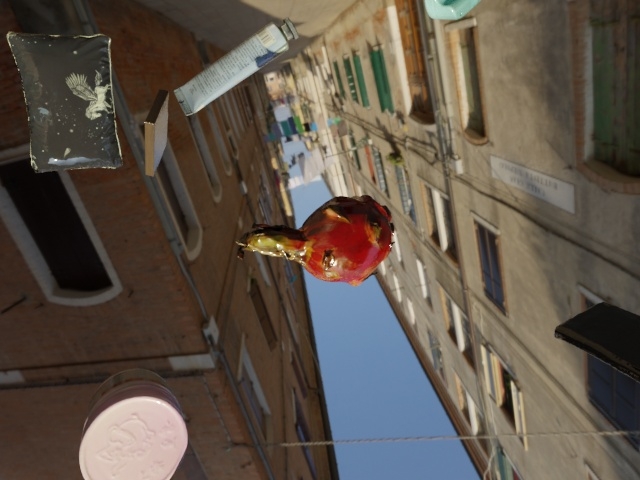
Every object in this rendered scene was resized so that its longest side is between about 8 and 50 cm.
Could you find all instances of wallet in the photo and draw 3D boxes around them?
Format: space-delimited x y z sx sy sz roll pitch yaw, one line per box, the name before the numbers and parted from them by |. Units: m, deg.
wallet | 0.605 0.201 0.833 0.146 0.030 0.285 -29 -162 -6

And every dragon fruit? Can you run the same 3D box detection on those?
dragon fruit | 0.000 0.000 0.601 0.246 0.125 0.125 0 -134 -31

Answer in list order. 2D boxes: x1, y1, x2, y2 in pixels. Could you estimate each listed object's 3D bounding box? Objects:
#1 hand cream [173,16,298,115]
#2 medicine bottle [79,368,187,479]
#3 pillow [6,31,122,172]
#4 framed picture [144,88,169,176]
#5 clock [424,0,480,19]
hand cream | -0.167 -0.347 0.855 0.271 0.058 0.091 -34 -119 2
medicine bottle | -0.420 0.413 0.972 0.202 0.202 0.316 -27 -174 -26
pillow | -0.394 -0.215 0.683 0.141 0.208 0.055 -7 -162 -20
framed picture | -0.395 -0.258 1.042 0.023 0.168 0.128 13 -129 -12
clock | 0.319 -0.670 0.980 0.094 0.274 0.223 23 -121 32
